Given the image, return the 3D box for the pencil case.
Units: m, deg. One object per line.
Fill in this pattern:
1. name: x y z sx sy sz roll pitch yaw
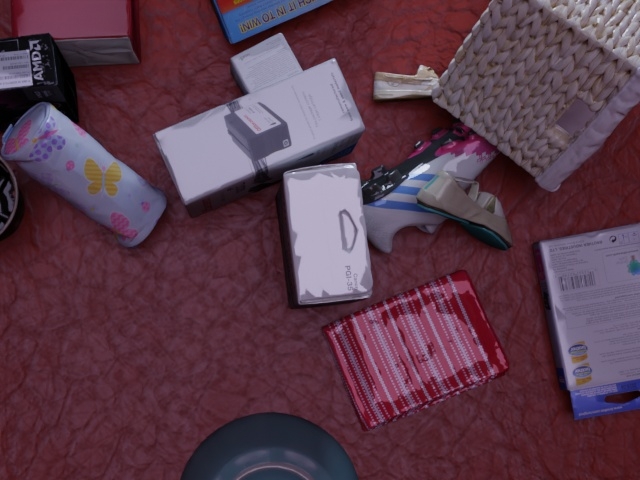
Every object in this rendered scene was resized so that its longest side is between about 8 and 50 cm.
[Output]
1. pencil case: -0.375 -0.103 1.744 0.273 0.124 0.113 41 70 -34

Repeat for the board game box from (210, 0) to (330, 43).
1. board game box: -0.073 -0.529 1.807 0.308 0.086 0.302 -24 117 -6

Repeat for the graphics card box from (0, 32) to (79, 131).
1. graphics card box: -0.588 -0.234 1.738 0.371 0.233 0.094 -9 82 -6

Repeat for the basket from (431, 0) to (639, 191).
1. basket: 0.399 -0.326 1.730 0.266 0.328 0.331 36 57 2

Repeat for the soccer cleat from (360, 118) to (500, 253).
1. soccer cleat: 0.201 -0.100 1.858 0.331 0.116 0.143 -30 113 -10

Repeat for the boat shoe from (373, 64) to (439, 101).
1. boat shoe: 0.174 -0.274 1.882 0.170 0.063 0.059 -4 91 -4

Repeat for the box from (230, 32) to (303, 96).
1. box: -0.090 -0.282 1.843 0.102 0.101 0.087 -28 88 -6

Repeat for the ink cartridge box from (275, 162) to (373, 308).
1. ink cartridge box: 0.000 0.000 1.734 0.117 0.283 0.207 -6 85 -5

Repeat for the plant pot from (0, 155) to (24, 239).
1. plant pot: -0.555 -0.062 1.759 0.167 0.165 0.167 0 84 -4

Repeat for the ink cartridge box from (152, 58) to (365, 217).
1. ink cartridge box: -0.100 -0.158 1.771 0.307 0.223 0.129 -23 88 -6

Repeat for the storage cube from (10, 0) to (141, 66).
1. storage cube: -0.397 -0.400 1.790 0.215 0.183 0.193 -3 86 -5

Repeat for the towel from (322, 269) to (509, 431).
1. towel: 0.164 0.186 1.858 0.275 0.031 0.198 -22 86 -6

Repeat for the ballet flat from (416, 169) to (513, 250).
1. ballet flat: 0.254 -0.053 1.800 0.086 0.248 0.086 -16 63 36

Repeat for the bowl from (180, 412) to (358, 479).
1. bowl: -0.081 0.439 1.753 0.312 0.163 0.311 0 86 -4

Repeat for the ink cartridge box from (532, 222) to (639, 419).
1. ink cartridge box: 0.485 0.139 1.870 0.186 0.065 0.311 -10 84 -5
